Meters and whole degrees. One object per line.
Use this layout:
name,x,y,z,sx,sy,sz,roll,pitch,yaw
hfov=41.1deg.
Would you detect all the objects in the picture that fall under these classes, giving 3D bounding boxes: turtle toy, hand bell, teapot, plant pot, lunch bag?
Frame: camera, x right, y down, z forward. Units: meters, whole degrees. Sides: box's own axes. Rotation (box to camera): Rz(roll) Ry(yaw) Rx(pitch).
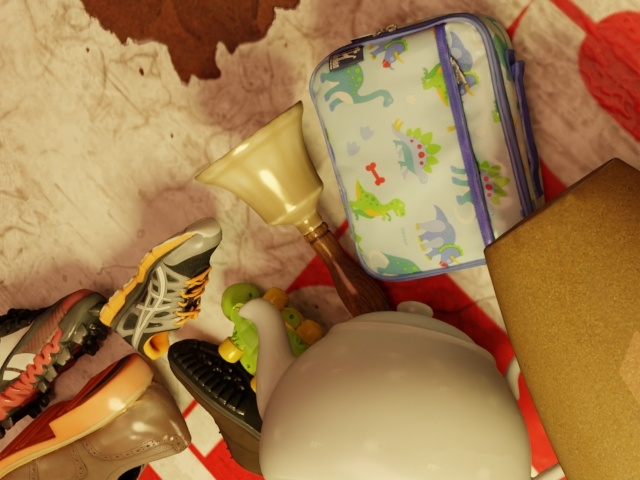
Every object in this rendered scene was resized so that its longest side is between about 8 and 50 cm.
turtle toy,-0.056,0.094,0.888,0.130,0.066,0.095,44,97,15
hand bell,0.000,0.000,0.825,0.126,0.126,0.242,-31,99,32
teapot,0.078,0.146,0.762,0.253,0.256,0.187,-15,56,52
plant pot,0.239,0.076,0.619,0.237,0.237,0.254,-39,83,31
lunch bag,0.098,-0.081,0.744,0.176,0.090,0.218,-9,100,27

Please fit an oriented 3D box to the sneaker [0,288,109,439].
sneaker,-0.363,0.128,1.049,0.135,0.098,0.276,51,122,5

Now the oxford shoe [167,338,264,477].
oxford shoe,-0.088,0.197,0.927,0.227,0.083,0.096,40,123,15

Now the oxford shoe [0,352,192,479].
oxford shoe,-0.298,0.267,1.040,0.364,0.130,0.132,-33,102,39

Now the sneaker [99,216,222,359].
sneaker,-0.159,0.052,0.931,0.083,0.084,0.215,49,130,6
